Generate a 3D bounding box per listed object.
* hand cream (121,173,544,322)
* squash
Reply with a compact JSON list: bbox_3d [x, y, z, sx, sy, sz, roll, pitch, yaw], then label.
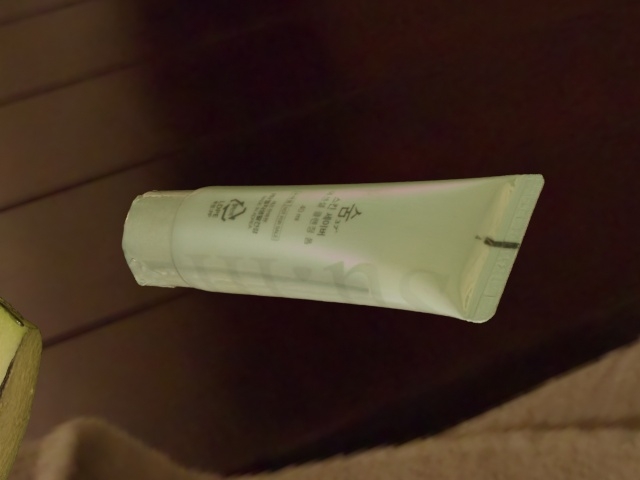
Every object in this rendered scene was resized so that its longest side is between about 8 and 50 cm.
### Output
[{"bbox_3d":[0.000,0.000,0.712,0.205,0.078,0.050,2,142,36],"label":"hand cream"},{"bbox_3d":[-0.274,0.130,1.194,0.184,0.085,0.192,18,85,45],"label":"squash"}]
